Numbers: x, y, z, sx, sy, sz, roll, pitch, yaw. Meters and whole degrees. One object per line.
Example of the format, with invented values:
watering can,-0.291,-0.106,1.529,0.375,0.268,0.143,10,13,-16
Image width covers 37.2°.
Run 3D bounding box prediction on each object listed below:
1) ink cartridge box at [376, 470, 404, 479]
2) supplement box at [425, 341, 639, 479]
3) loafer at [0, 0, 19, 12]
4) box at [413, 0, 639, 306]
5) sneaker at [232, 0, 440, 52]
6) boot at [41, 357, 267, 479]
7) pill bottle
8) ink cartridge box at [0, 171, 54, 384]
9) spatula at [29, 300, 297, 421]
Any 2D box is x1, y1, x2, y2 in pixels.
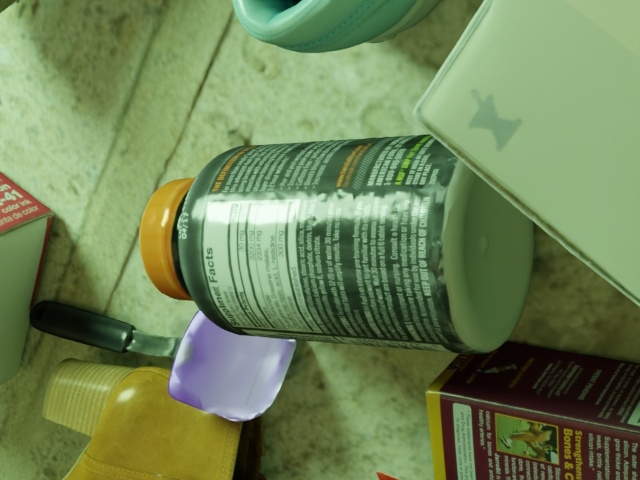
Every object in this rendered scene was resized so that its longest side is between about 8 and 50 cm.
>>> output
ink cartridge box,0.131,0.255,0.633,0.189,0.066,0.232,13,151,29
supplement box,0.169,0.135,0.593,0.188,0.081,0.104,6,116,32
loafer,-0.215,-0.236,0.671,0.268,0.092,0.102,-28,97,23
box,0.169,-0.094,0.385,0.127,0.232,0.148,42,129,11
sneaker,0.037,-0.253,0.450,0.135,0.150,0.366,24,123,21
boot,-0.152,0.255,0.828,0.211,0.104,0.295,13,104,24
pill bottle,0.000,0.000,0.610,0.246,0.130,0.130,1,112,34
ink cartridge box,-0.415,-0.006,0.885,0.306,0.131,0.226,36,128,16
spatula,-0.151,0.086,0.806,0.296,0.084,0.030,7,160,37
